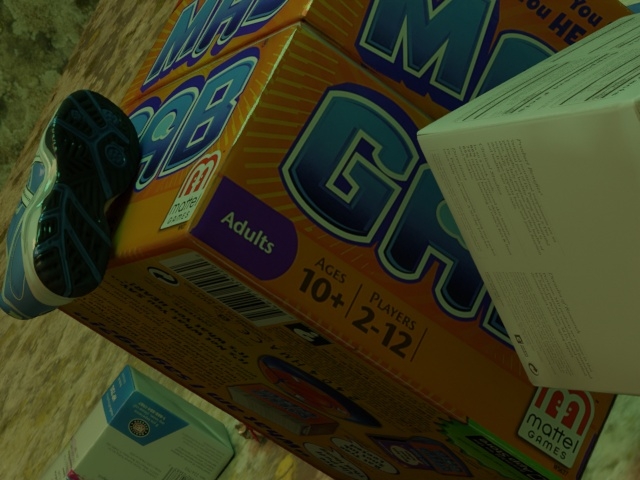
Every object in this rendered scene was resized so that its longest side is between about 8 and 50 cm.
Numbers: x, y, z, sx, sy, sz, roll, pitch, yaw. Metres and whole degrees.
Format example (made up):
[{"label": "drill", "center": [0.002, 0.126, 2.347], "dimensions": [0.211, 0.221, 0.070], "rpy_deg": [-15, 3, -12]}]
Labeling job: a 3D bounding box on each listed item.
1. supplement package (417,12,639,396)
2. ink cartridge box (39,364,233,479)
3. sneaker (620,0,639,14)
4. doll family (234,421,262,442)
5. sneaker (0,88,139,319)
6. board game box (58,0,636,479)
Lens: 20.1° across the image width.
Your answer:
[{"label": "supplement package", "center": [0.235, -0.032, 1.146], "dimensions": [0.198, 0.199, 0.263], "rpy_deg": [-30, 11, -22]}, {"label": "ink cartridge box", "center": [-0.214, 0.264, 1.892], "dimensions": [0.231, 0.134, 0.078], "rpy_deg": [-52, 21, 7]}, {"label": "sneaker", "center": [0.252, -0.165, 1.617], "dimensions": [0.152, 0.058, 0.084], "rpy_deg": [-20, 31, 48]}, {"label": "doll family", "center": [-0.032, 0.085, 1.780], "dimensions": [0.263, 0.118, 0.163], "rpy_deg": [-46, 22, 24]}, {"label": "sneaker", "center": [-0.194, -0.031, 1.344], "dimensions": [0.081, 0.080, 0.211], "rpy_deg": [-36, 28, 38]}, {"label": "board game box", "center": [0.040, -0.038, 1.459], "dimensions": [0.356, 0.356, 0.356], "rpy_deg": [-14, 46, 61]}]
